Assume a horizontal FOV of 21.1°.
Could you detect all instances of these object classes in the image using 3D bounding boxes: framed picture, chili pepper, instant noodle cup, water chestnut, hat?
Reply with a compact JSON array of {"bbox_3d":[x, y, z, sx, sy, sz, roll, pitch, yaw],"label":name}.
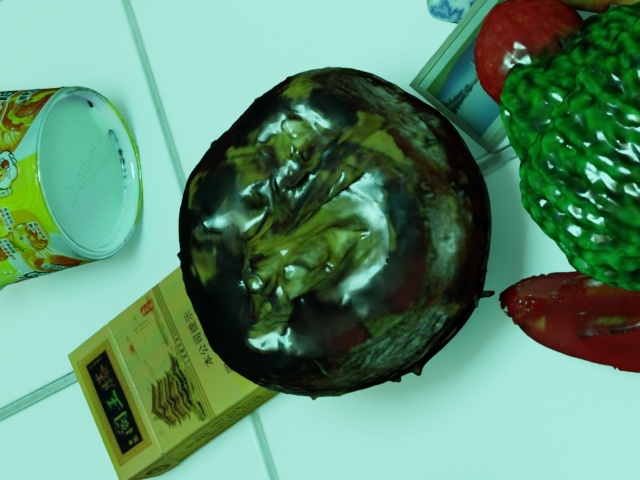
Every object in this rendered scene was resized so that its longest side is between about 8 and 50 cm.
[{"bbox_3d":[0.173,-0.176,1.725,0.109,0.011,0.149,40,116,2],"label":"framed picture"},{"bbox_3d":[0.324,0.069,1.587,0.387,0.110,0.110,-3,89,41],"label":"chili pepper"},{"bbox_3d":[-0.347,-0.064,2.021,0.200,0.264,0.264,-6,87,29],"label":"instant noodle cup"},{"bbox_3d":[0.000,0.000,1.691,0.335,0.347,0.335,1,93,28],"label":"water chestnut"},{"bbox_3d":[0.265,-0.133,1.535,0.332,0.274,0.242,47,153,37],"label":"hat"}]

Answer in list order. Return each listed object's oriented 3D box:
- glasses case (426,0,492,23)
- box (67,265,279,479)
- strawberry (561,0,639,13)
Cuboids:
[{"bbox_3d":[0.152,-0.342,1.732,0.087,0.065,0.248,5,97,30],"label":"glasses case"},{"bbox_3d":[-0.156,0.142,1.973,0.274,0.076,0.174,-37,68,32],"label":"box"},{"bbox_3d":[0.281,-0.346,1.582,0.280,0.150,0.253,11,131,32],"label":"strawberry"}]
